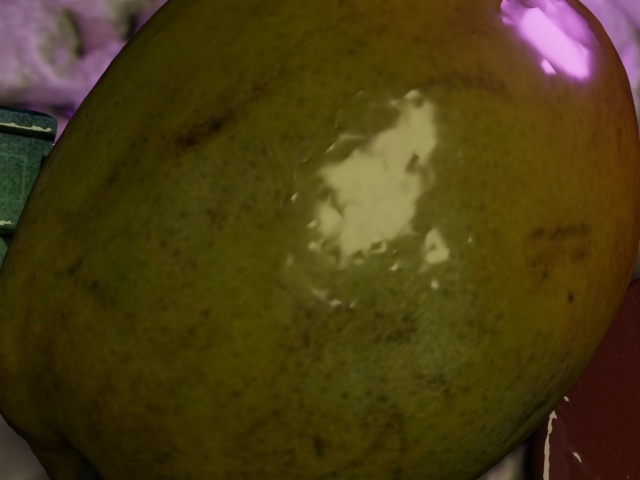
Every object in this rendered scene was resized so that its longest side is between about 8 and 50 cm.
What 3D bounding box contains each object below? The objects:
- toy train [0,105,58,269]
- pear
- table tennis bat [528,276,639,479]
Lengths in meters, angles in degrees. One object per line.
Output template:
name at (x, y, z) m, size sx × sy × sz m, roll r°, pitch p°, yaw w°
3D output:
toy train at (-0.204, -0.013, 0.855) m, size 0.171 × 0.071 × 0.111 m, roll 9°, pitch 65°, yaw -15°
pear at (0.000, 0.000, 0.820) m, size 0.307 × 0.253 × 0.253 m, roll -44°, pitch 90°, yaw -15°
table tennis bat at (0.178, 0.131, 0.944) m, size 0.310 × 0.038 × 0.200 m, roll -36°, pitch 86°, yaw -23°
